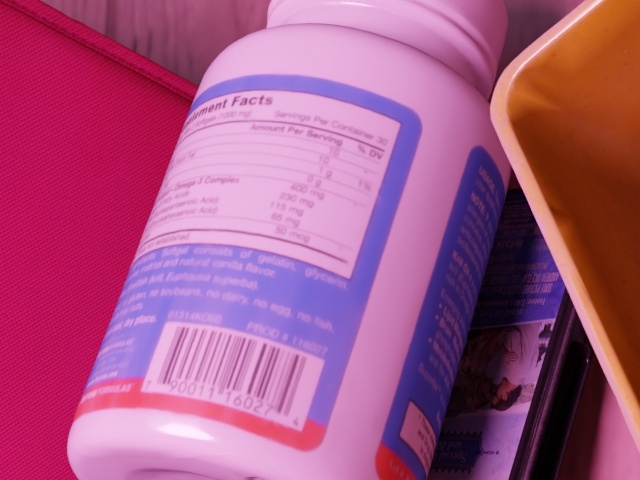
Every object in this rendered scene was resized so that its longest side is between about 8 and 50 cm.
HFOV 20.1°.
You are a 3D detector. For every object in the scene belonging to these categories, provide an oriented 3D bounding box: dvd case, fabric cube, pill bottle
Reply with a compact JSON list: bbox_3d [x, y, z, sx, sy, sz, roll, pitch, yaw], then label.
[{"bbox_3d":[0.012,0.094,0.690,0.180,0.022,0.253,-4,56,43],"label":"dvd case"},{"bbox_3d":[-0.208,0.022,0.810,0.259,0.254,0.258,9,77,47],"label":"fabric cube"},{"bbox_3d":[0.000,0.000,0.660,0.124,0.124,0.221,-7,54,43],"label":"pill bottle"}]

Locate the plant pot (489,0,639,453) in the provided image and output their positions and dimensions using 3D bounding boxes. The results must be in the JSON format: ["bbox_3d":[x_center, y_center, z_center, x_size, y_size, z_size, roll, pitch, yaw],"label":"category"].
[{"bbox_3d":[0.205,0.006,0.455,0.212,0.187,0.212,-39,48,25],"label":"plant pot"}]
